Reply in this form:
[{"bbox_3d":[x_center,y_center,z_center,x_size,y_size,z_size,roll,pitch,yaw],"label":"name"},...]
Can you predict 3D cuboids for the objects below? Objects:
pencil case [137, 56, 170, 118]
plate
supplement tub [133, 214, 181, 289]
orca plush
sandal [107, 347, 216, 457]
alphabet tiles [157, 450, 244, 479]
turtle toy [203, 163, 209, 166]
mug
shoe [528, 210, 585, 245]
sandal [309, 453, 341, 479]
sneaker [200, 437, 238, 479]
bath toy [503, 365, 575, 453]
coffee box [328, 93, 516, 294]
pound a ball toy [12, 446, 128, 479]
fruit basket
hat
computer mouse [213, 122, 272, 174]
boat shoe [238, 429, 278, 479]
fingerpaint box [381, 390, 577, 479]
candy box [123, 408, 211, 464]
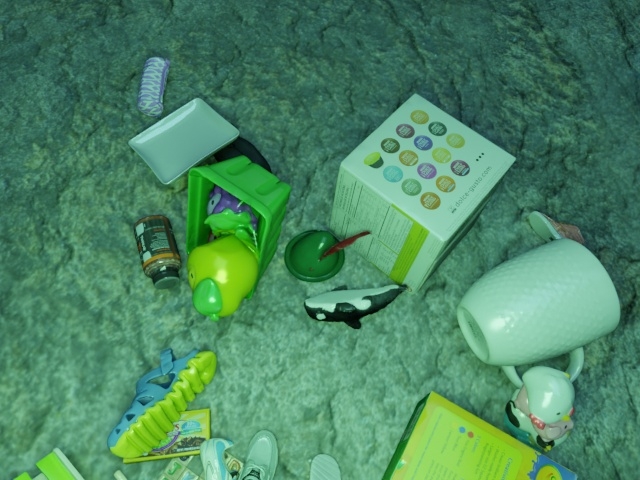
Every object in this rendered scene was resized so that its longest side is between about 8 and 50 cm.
[{"bbox_3d":[-0.552,-0.511,1.752,0.088,0.086,0.206,-16,61,26],"label":"pencil case"},{"bbox_3d":[-0.422,-0.306,1.642,0.278,0.045,0.277,-38,54,-14],"label":"plate"},{"bbox_3d":[-0.449,0.034,1.468,0.105,0.106,0.198,-17,65,-13],"label":"supplement tub"},{"bbox_3d":[0.101,0.189,1.465,0.287,0.102,0.151,-14,19,-23],"label":"orca plush"},{"bbox_3d":[-0.393,0.376,1.273,0.138,0.126,0.317,19,41,22],"label":"sandal"},{"bbox_3d":[-0.266,0.597,1.246,0.237,0.009,0.198,30,64,11],"label":"alphabet tiles"},{"bbox_3d":[-0.353,-0.169,1.598,0.095,0.066,0.130,5,81,3],"label":"turtle toy"},{"bbox_3d":[0.559,0.224,1.385,0.327,0.276,0.375,-22,96,-7],"label":"mug"},{"bbox_3d":[0.728,-0.033,1.626,0.081,0.063,0.178,-34,75,-21],"label":"shoe"},{"bbox_3d":[0.007,0.636,1.219,0.101,0.076,0.265,14,41,-10],"label":"sandal"},{"bbox_3d":[-0.227,0.574,1.199,0.086,0.085,0.238,-5,73,-3],"label":"sneaker"},{"bbox_3d":[0.509,0.407,1.218,0.151,0.348,0.129,16,62,21],"label":"bath toy"},{"bbox_3d":[0.261,-0.124,1.477,0.334,0.338,0.337,39,66,15],"label":"coffee box"},{"bbox_3d":[-0.513,0.611,1.170,0.319,0.136,0.208,40,41,15],"label":"pound a ball toy"},{"bbox_3d":[-0.250,0.018,1.346,0.282,0.392,0.392,34,65,13],"label":"fruit basket"},{"bbox_3d":[0.000,0.000,1.478,0.208,0.184,0.173,-25,67,-16],"label":"hat"},{"bbox_3d":[-0.265,-0.262,1.656,0.272,0.072,0.188,40,66,15],"label":"computer mouse"},{"bbox_3d":[-0.149,0.556,1.225,0.079,0.081,0.228,12,63,2],"label":"boat shoe"},{"bbox_3d":[0.305,0.639,1.184,0.370,0.163,0.445,28,64,11],"label":"fingerpaint box"},{"bbox_3d":[-0.371,0.475,1.284,0.205,0.027,0.105,-6,58,-5],"label":"candy box"}]
